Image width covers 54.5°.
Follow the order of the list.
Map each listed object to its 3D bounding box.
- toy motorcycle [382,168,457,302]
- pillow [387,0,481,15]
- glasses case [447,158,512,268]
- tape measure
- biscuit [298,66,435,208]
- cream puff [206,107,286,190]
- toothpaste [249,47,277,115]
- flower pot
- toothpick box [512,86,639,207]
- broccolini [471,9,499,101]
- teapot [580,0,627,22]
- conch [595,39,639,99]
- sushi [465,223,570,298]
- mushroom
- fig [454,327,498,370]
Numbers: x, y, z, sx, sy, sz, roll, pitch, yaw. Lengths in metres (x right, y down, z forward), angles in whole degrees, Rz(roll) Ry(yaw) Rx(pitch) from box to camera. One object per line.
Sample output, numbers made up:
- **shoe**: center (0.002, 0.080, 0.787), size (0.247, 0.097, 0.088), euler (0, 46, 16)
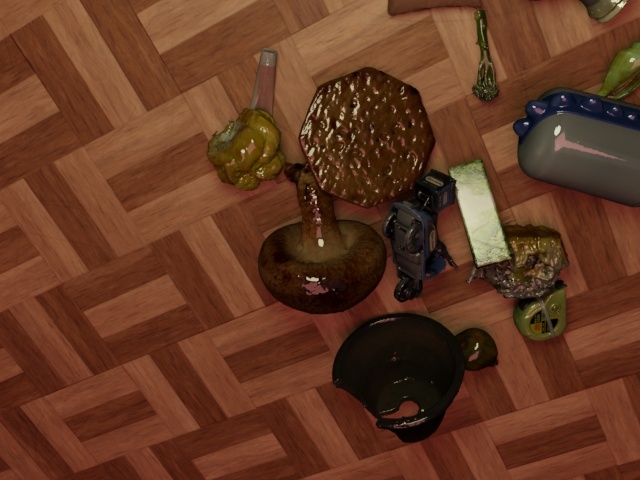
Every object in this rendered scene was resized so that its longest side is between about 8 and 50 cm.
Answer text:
- **toy motorcycle**: center (0.272, 0.007, 1.648), size (0.125, 0.212, 0.359), euler (34, 145, 37)
- **pillow**: center (0.262, -0.644, 1.427), size (0.223, 0.084, 0.236), euler (-1, 118, 5)
- **glasses case**: center (0.413, -0.068, 1.615), size (0.095, 0.062, 0.272), euler (-15, 80, 12)
- **tape measure**: center (0.631, 0.213, 1.781), size (0.154, 0.087, 0.178), euler (-15, 114, 0)
- **biscuit**: center (0.121, -0.259, 1.582), size (0.359, 0.046, 0.359), euler (-1, 99, -9)
- **cream puff**: center (-0.180, -0.223, 1.621), size (0.221, 0.195, 0.195), euler (-34, 107, 26)
- **toothpaste**: center (-0.144, -0.396, 1.610), size (0.067, 0.043, 0.195), euler (13, 123, 0)
- **flower pot**: center (0.250, 0.424, 1.814), size (0.379, 0.379, 0.251), euler (-12, 132, 11)
- **toothpick box**: center (0.637, -0.241, 1.485), size (0.354, 0.263, 0.263), euler (15, 115, 1)
- **broccolini**: center (0.395, -0.451, 1.531), size (0.067, 0.058, 0.216), euler (-24, 108, -28)
- **teapot**: center (0.560, -0.589, 1.382), size (0.250, 0.183, 0.183), euler (23, 115, -17)
- **conch**: center (0.742, -0.409, 1.492), size (0.094, 0.080, 0.201), euler (10, 133, -13)
- **sushi**: center (0.531, 0.054, 1.691), size (0.274, 0.139, 0.184), euler (-1, 112, 9)
- **mushroom**: center (0.019, 0.009, 1.641), size (0.331, 0.334, 0.356), euler (15, 121, -8)
- **fig**: center (0.460, 0.329, 1.856), size (0.126, 0.185, 0.133), euler (38, 93, 29)
